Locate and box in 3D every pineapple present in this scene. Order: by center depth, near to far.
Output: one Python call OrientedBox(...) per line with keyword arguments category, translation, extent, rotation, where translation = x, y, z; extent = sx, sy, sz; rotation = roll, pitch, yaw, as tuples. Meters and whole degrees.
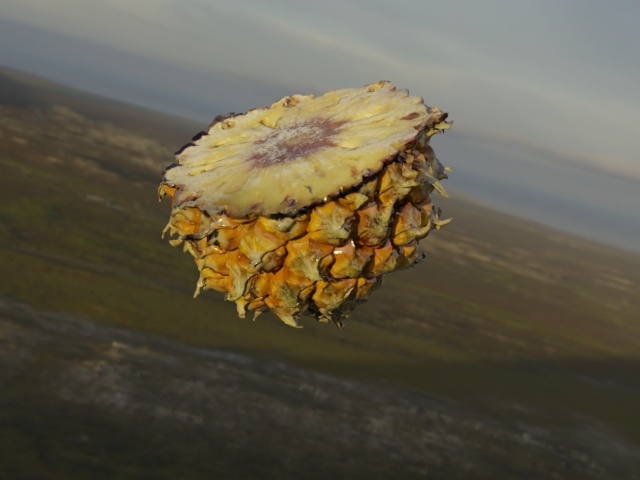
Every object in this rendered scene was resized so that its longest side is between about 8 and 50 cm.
OrientedBox(category="pineapple", translation=(0.000, -0.002, 0.661), extent=(0.176, 0.137, 0.161), rotation=(-29, 31, -18))
